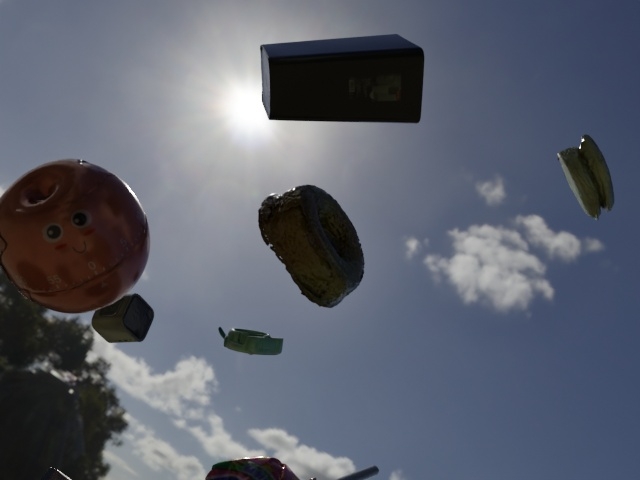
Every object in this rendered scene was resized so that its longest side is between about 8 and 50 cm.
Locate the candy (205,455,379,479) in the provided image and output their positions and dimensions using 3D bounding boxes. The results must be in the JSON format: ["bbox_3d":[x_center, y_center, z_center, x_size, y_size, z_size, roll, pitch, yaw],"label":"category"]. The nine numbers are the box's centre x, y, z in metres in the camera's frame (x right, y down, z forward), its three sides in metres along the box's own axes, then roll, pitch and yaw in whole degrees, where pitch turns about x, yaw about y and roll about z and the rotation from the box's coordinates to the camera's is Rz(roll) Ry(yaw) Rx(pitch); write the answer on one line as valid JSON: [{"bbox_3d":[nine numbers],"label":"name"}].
[{"bbox_3d":[-0.012,0.308,0.890,0.124,0.124,0.365,20,2,29],"label":"candy"}]

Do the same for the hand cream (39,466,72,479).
[{"bbox_3d":[-0.289,0.380,0.968,0.209,0.067,0.043,33,-55,-1],"label":"hand cream"}]

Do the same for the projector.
[{"bbox_3d":[-0.404,0.159,1.491,0.082,0.083,0.083,-5,-42,27],"label":"projector"}]

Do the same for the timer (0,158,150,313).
[{"bbox_3d":[-0.387,-0.006,1.140,0.229,0.230,0.215,13,-40,38],"label":"timer"}]

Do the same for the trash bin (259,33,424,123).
[{"bbox_3d":[0.026,-0.249,1.116,0.225,0.165,0.115,-3,-65,-9],"label":"trash bin"}]

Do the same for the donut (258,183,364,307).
[{"bbox_3d":[0.000,0.000,1.504,0.107,0.272,0.272,-31,-64,27],"label":"donut"}]

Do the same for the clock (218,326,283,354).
[{"bbox_3d":[-0.152,0.206,1.501,0.135,0.041,0.101,7,-3,40],"label":"clock"}]

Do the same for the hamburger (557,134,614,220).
[{"bbox_3d":[0.378,-0.077,1.016,0.054,0.084,0.121,-24,-42,8],"label":"hamburger"}]
